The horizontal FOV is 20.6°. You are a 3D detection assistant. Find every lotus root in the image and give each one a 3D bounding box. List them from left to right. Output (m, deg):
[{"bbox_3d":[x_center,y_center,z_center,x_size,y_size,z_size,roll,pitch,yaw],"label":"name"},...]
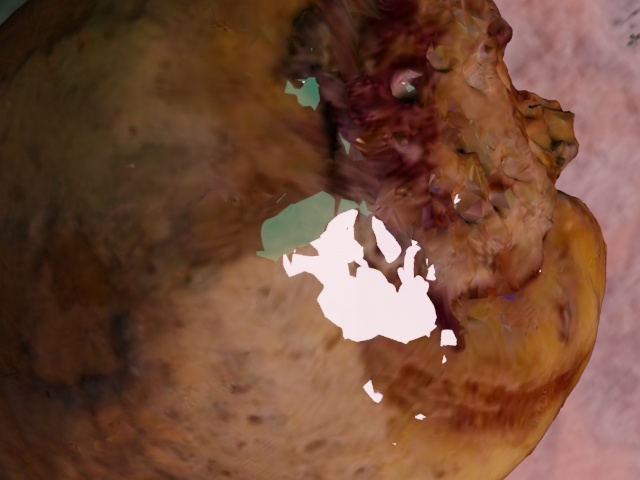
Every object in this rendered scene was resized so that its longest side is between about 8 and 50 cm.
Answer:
[{"bbox_3d":[0.000,0.000,0.641,0.272,0.192,0.272,11,69,-32],"label":"lotus root"}]
